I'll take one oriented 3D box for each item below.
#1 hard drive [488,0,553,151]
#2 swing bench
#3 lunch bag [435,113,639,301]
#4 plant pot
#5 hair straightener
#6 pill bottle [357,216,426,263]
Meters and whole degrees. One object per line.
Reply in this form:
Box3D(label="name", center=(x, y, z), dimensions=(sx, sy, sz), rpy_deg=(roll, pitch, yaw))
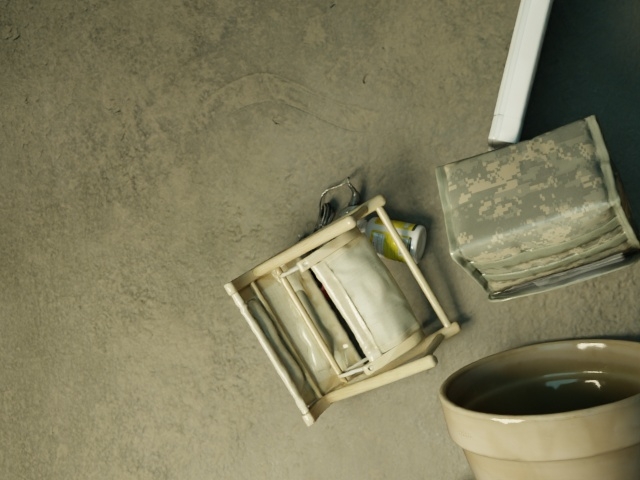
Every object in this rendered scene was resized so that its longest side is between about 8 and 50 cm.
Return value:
Box3D(label="hard drive", center=(0.310, -0.301, 1.423), dimensions=(0.047, 0.233, 0.352), rpy_deg=(14, 89, 11))
Box3D(label="swing bench", center=(0.034, 0.107, 1.485), dimensions=(0.255, 0.165, 0.253), rpy_deg=(-29, 92, 26))
Box3D(label="lunch bag", center=(0.323, -0.019, 1.367), dimensions=(0.235, 0.287, 0.168), rpy_deg=(-18, 61, 20))
Box3D(label="plant pot", center=(0.346, 0.316, 1.334), dimensions=(0.323, 0.323, 0.280), rpy_deg=(-8, 97, 18))
Box3D(label="hair straightener", center=(0.000, 0.000, 1.598), dimensions=(0.089, 0.047, 0.230), rpy_deg=(21, 97, 20))
Box3D(label="pill bottle", center=(0.107, -0.003, 1.554), dimensions=(0.116, 0.065, 0.065), rpy_deg=(12, 89, 20))
